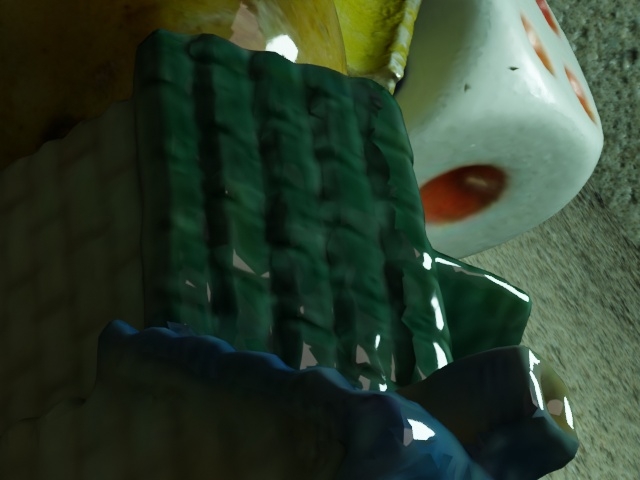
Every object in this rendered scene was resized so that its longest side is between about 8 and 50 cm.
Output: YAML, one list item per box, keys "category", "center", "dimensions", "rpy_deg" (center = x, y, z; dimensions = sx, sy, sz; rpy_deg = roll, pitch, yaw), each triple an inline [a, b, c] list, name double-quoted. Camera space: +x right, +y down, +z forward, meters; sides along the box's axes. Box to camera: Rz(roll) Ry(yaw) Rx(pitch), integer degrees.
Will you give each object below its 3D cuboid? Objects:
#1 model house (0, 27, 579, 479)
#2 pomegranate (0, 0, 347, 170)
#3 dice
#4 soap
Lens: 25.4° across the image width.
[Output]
- category: "model house"
  center: [-0.019, 0.146, 0.742]
  dimensions: [0.395, 0.400, 0.445]
  rpy_deg: [38, 30, -41]
- category: "pomegranate"
  center: [-0.119, -0.106, 0.985]
  dimensions: [0.307, 0.307, 0.307]
  rpy_deg: [48, 24, -30]
- category: "dice"
  center: [0.111, -0.165, 1.574]
  dimensions: [0.277, 0.304, 0.304]
  rpy_deg: [36, 32, -48]
- category: "soap"
  center: [-0.033, -0.146, 1.304]
  dimensions: [0.143, 0.259, 0.281]
  rpy_deg: [41, 24, -15]
